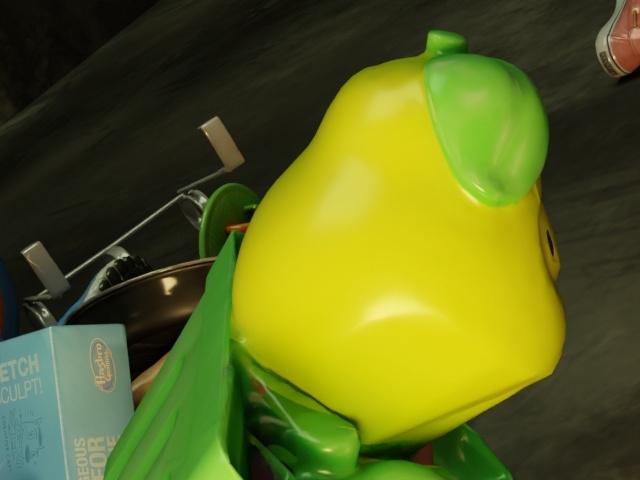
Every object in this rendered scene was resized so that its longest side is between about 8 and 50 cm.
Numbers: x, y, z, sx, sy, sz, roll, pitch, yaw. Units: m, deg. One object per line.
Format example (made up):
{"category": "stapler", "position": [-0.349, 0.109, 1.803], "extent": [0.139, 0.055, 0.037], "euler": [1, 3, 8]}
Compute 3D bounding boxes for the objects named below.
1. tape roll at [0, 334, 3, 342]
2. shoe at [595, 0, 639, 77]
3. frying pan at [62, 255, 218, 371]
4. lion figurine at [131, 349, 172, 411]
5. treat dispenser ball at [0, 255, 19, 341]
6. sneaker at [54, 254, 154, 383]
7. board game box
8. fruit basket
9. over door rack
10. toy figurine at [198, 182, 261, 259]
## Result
{"category": "tape roll", "position": [-0.434, 0.112, 1.756], "extent": [0.274, 0.275, 0.090], "euler": [-21, 41, 38]}
{"category": "shoe", "position": [0.328, -0.224, 1.832], "extent": [0.081, 0.063, 0.178], "euler": [-19, 26, 37]}
{"category": "frying pan", "position": [-0.066, 0.063, 1.565], "extent": [0.197, 0.053, 0.326], "euler": [-27, -21, 33]}
{"category": "lion figurine", "position": [-0.083, 0.123, 1.454], "extent": [0.240, 0.142, 0.392], "euler": [-32, 9, -29]}
{"category": "treat dispenser ball", "position": [-0.464, 0.088, 2.018], "extent": [0.288, 0.288, 0.288], "euler": [-30, 16, 10]}
{"category": "sneaker", "position": [-0.230, 0.124, 1.742], "extent": [0.147, 0.130, 0.330], "euler": [-27, 11, 31]}
{"category": "board game box", "position": [-0.242, 0.203, 1.347], "extent": [0.064, 0.242, 0.316], "euler": [1, -14, -44]}
{"category": "fruit basket", "position": [0.039, 0.093, 1.018], "extent": [0.392, 0.283, 0.392], "euler": [-45, 13, 14]}
{"category": "over door rack", "position": [-0.191, 0.017, 1.982], "extent": [0.239, 0.108, 0.324], "euler": [-37, -5, -15]}
{"category": "toy figurine", "position": [0.000, 0.000, 1.768], "extent": [0.159, 0.130, 0.173], "euler": [-7, 2, 30]}
